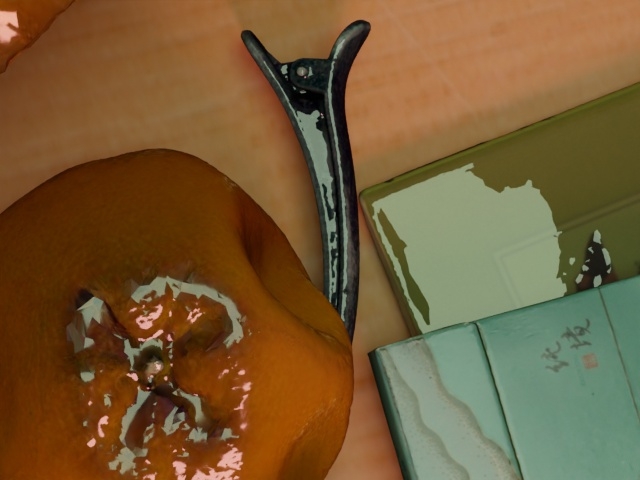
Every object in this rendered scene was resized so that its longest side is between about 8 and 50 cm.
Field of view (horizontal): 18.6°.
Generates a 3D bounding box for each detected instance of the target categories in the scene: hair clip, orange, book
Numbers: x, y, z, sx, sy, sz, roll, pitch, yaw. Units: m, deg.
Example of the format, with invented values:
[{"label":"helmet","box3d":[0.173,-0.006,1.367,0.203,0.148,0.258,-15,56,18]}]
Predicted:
[{"label":"hair clip","box3d":[0.000,0.000,1.227,0.083,0.048,0.275,-4,85,4]},{"label":"orange","box3d":[-0.106,0.074,1.126,0.249,0.183,0.249,0,84,2]},{"label":"book","box3d":[0.226,0.015,1.278,0.352,0.035,0.239,-21,85,-11]}]

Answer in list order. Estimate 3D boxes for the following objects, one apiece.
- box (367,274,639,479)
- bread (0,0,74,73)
[{"label":"box","box3d":[0.160,0.115,1.211,0.229,0.041,0.162,-14,84,-11]},{"label":"bread","box3d":[-0.222,-0.195,1.055,0.215,0.398,0.398,43,77,-14]}]
